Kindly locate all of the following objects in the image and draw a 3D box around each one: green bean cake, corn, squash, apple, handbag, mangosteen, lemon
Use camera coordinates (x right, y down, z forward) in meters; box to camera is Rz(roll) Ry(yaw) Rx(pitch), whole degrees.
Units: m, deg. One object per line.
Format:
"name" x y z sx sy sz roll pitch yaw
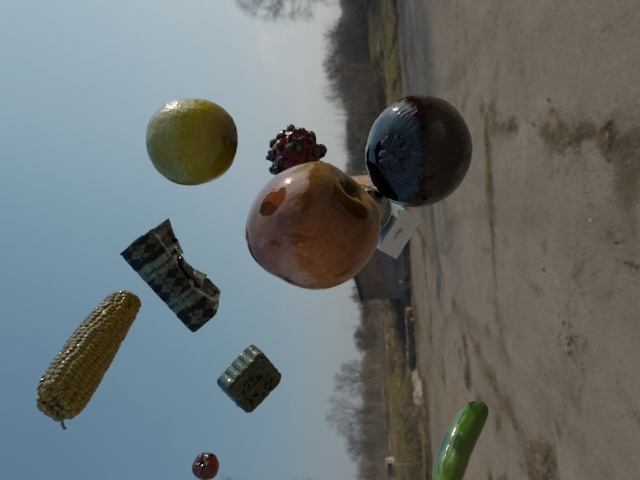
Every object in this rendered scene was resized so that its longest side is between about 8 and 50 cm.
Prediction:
"green bean cake" -0.244 0.488 1.586 0.185 0.094 0.183 -43 -51 -21
"corn" -0.467 0.223 0.917 0.310 0.102 0.101 -81 -15 -48
"squash" 0.469 0.700 1.544 0.395 0.107 0.107 -47 -38 -36
"apple" -0.013 -0.044 1.362 0.346 0.392 0.391 -51 7 18
"handbag" -0.574 0.132 1.839 0.416 0.180 0.316 53 -173 -12
"mangosteen" 0.274 -0.236 1.231 0.297 0.294 0.296 -14 72 52
"lemon" -0.332 -0.270 1.239 0.240 0.220 0.240 -2 -90 -73

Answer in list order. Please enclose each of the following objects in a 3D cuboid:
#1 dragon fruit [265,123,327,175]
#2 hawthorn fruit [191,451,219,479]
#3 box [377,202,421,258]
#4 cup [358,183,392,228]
"dragon fruit" -0.076 -0.279 1.621 0.272 0.219 0.198 55 -175 -35
"hawthorn fruit" -0.354 0.709 1.417 0.093 0.081 0.081 75 -167 -52
"box" 0.288 -0.068 2.019 0.203 0.116 0.274 -58 27 7
"cup" 0.159 -0.158 1.918 0.185 0.241 0.226 -65 18 13
